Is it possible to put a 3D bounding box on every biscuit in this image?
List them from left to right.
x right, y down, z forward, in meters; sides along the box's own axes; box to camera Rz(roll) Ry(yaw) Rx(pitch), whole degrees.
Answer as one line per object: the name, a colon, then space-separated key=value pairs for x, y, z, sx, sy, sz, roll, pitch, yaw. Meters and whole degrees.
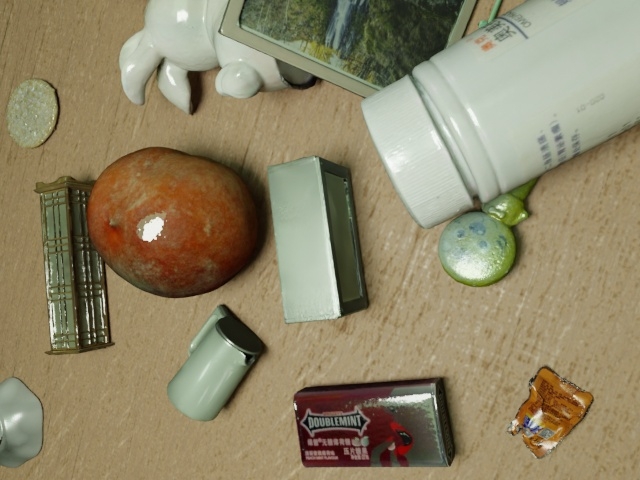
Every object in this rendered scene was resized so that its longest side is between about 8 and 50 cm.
biscuit: x=-0.600 y=-0.264 z=1.100 sx=0.152 sy=0.020 sz=0.152 roll=0 pitch=90 yaw=24

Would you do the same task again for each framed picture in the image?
framed picture: x=0.054 y=-0.325 z=0.709 sx=0.324 sy=0.020 sz=0.240 roll=19 pitch=99 yaw=-21

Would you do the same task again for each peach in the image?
peach: x=-0.230 y=-0.027 z=0.824 sx=0.252 sy=0.252 sz=0.252 roll=0 pitch=89 yaw=23

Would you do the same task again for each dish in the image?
dish: x=-0.662 y=0.384 z=1.091 sx=0.191 sy=0.066 sz=0.190 roll=-1 pitch=89 yaw=23

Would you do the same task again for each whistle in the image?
whistle: x=0.240 y=-0.027 z=0.726 sx=0.104 sy=0.057 sz=0.198 roll=32 pitch=94 yaw=26

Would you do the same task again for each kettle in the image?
kettle: x=-0.173 y=0.205 z=0.882 sx=0.098 sy=0.127 sz=0.148 roll=33 pitch=101 yaw=-12

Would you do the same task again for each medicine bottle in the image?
medicine bottle: x=0.227 y=-0.165 z=0.631 sx=0.332 sy=0.190 sz=0.190 roll=-28 pitch=78 yaw=11

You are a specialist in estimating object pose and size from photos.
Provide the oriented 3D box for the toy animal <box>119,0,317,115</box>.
toy animal: x=-0.161 y=-0.319 z=0.825 sx=0.310 sy=0.183 sz=0.247 roll=12 pitch=94 yaw=23

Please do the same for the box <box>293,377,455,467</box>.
box: x=0.075 y=0.270 z=0.779 sx=0.224 sy=0.069 sz=0.120 roll=-9 pitch=86 yaw=24

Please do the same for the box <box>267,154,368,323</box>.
box: x=0.000 y=0.000 z=0.781 sx=0.086 sy=0.129 sz=0.225 roll=-9 pitch=86 yaw=23

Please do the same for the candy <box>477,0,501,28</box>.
candy: x=0.235 y=-0.300 z=0.736 sx=0.060 sy=0.060 sz=0.201 roll=21 pitch=88 yaw=22

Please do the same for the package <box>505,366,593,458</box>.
package: x=0.298 y=0.229 z=0.702 sx=0.077 sy=0.033 sz=0.110 roll=38 pitch=99 yaw=29

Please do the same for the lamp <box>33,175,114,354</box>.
lamp: x=-0.466 y=0.048 z=1.002 sx=0.090 sy=0.089 sz=0.325 roll=-7 pitch=86 yaw=24
